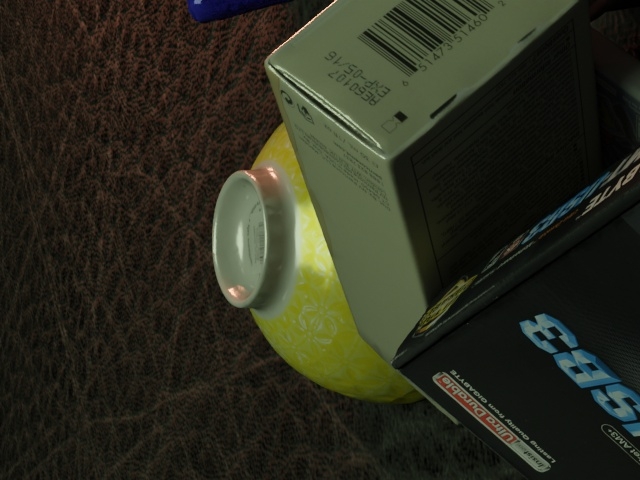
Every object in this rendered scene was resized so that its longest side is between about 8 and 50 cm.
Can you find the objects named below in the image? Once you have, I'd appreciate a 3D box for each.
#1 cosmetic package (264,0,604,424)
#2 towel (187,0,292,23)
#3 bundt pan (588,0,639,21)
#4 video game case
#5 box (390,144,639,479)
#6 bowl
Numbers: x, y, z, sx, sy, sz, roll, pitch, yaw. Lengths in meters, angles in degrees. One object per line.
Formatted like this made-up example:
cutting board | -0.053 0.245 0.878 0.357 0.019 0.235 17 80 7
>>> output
cosmetic package | 0.086 -0.035 1.018 0.113 0.160 0.309 41 162 31
towel | 0.014 -0.310 1.250 0.308 0.076 0.227 -11 83 22
bundt pan | 0.201 -0.295 1.016 0.331 0.124 0.330 4 94 63
video game case | 0.154 -0.086 1.049 0.201 0.023 0.183 41 164 29
box | 0.223 0.089 0.837 0.073 0.295 0.293 -52 6 -35
bowl | 0.000 0.000 1.388 0.289 0.156 0.289 2 92 64
